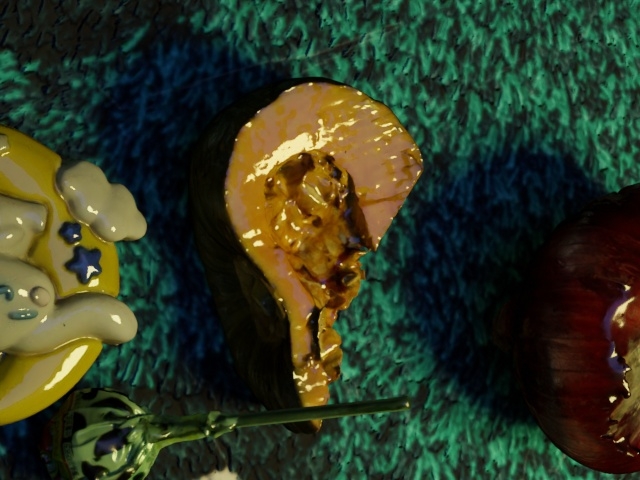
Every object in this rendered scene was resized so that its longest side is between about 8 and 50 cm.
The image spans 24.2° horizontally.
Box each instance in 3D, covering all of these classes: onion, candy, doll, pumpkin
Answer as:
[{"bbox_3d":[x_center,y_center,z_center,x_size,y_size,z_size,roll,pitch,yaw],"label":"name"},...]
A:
[{"bbox_3d":[0.252,0.071,1.365,0.272,0.195,0.272,-34,130,-54],"label":"onion"},{"bbox_3d":[-0.077,0.153,1.190,0.305,0.083,0.091,-7,82,12],"label":"candy"},{"bbox_3d":[-0.257,0.029,1.170,0.252,0.111,0.237,21,81,-31],"label":"doll"},{"bbox_3d":[0.000,0.000,1.272,0.190,0.139,0.281,-22,98,-23],"label":"pumpkin"}]
